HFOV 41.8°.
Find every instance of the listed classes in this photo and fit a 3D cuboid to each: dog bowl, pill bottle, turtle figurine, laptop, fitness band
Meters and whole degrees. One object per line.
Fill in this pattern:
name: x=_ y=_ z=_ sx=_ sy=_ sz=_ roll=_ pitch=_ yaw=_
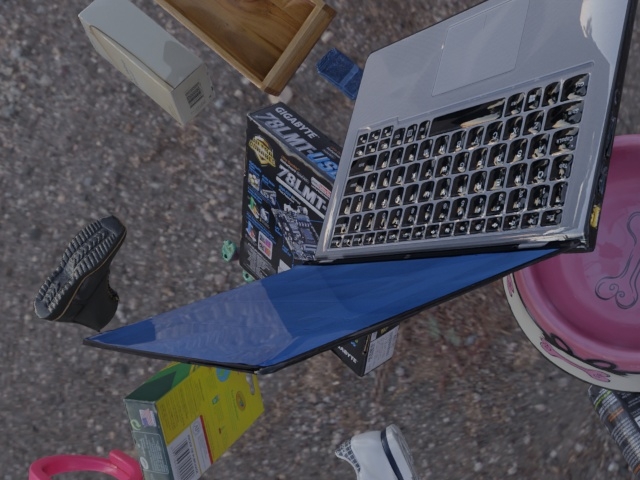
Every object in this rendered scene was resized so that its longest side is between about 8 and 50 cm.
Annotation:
dog bowl: x=0.472 y=0.021 z=1.264 sx=0.408 sy=0.150 sz=0.408 roll=-4 pitch=77 yaw=18
pill bottle: x=0.583 y=0.342 z=1.460 sx=0.130 sy=0.130 sz=0.245 roll=-33 pitch=53 yaw=13
turtle figurine: x=-0.103 y=0.020 z=1.896 sx=0.175 sy=0.234 sz=0.118 roll=23 pitch=119 yaw=34
laptop: x=0.018 y=-0.069 z=0.712 sx=0.382 sy=0.236 sz=0.407 roll=-6 pitch=66 yaw=59
fitness band: x=-0.491 y=0.502 z=1.759 sx=0.291 sy=0.209 sz=0.054 roll=5 pitch=97 yaw=54

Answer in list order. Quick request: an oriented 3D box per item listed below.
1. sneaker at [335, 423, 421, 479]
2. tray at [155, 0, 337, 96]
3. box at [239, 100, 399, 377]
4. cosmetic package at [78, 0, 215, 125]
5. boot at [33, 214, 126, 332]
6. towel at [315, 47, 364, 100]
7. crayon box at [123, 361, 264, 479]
sneaker: x=0.101 y=0.372 z=1.144 sx=0.095 sy=0.090 sz=0.235 roll=-21 pitch=86 yaw=7
tray: x=-0.181 y=-0.489 z=1.663 sx=0.411 sy=0.076 sz=0.203 roll=42 pitch=104 yaw=18
box: x=0.000 y=0.000 z=1.183 sx=0.295 sy=0.073 sz=0.293 roll=40 pitch=140 yaw=31
cosmetic package: x=-0.395 y=-0.422 z=1.924 sx=0.309 sy=0.160 sz=0.113 roll=39 pitch=76 yaw=17
boot: x=-0.355 y=0.057 z=1.360 sx=0.198 sy=0.137 sz=0.077 roll=-46 pitch=56 yaw=7
towel: x=0.051 y=-0.361 z=1.816 sx=0.067 sy=0.119 sz=0.029 roll=-45 pitch=33 yaw=17
crayon box: x=-0.233 y=0.323 z=1.623 sx=0.081 sy=0.318 sz=0.202 roll=0 pitch=108 yaw=29
